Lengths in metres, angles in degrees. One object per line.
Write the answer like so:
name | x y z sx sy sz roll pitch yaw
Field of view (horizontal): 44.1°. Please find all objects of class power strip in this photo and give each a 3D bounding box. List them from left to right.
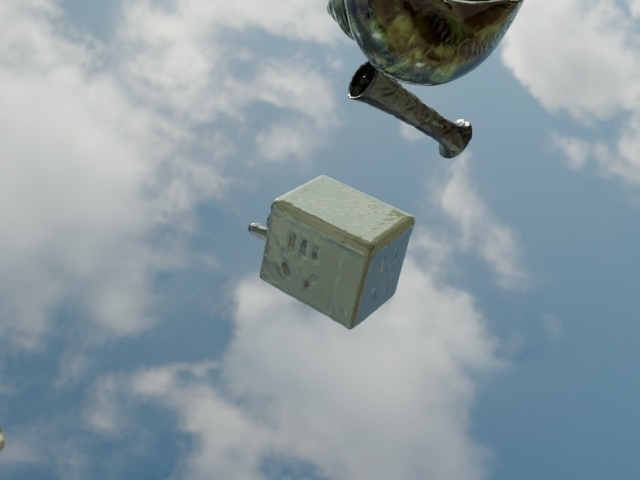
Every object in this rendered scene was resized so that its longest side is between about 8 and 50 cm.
power strip | 0.000 0.000 1.121 0.224 0.140 0.139 28 -145 24

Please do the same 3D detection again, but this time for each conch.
conch | 0.103 -0.246 0.846 0.181 0.124 0.187 37 -135 10

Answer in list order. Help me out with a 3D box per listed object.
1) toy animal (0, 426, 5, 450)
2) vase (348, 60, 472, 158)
toy animal | -0.363 0.135 0.496 0.358 0.188 0.226 57 -159 2
vase | 0.115 -0.164 0.999 0.167 0.059 0.059 27 -113 -28
